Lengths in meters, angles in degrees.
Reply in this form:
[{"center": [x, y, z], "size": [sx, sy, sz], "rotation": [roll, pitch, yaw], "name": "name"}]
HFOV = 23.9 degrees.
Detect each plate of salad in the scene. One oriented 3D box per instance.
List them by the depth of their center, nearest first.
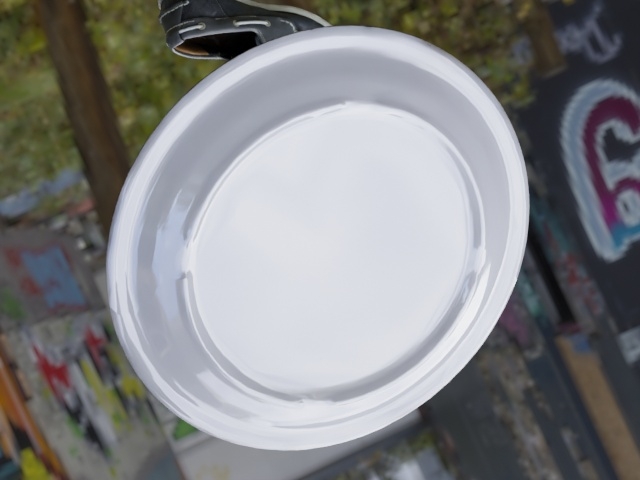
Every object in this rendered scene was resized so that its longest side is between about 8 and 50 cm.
[{"center": [0.000, 0.000, 0.671], "size": [0.200, 0.200, 0.048], "rotation": [-25, -151, -12], "name": "plate of salad"}]

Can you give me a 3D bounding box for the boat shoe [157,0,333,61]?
[{"center": [-0.069, -0.209, 1.605], "size": [0.233, 0.079, 0.084], "rotation": [12, 142, -37], "name": "boat shoe"}]
